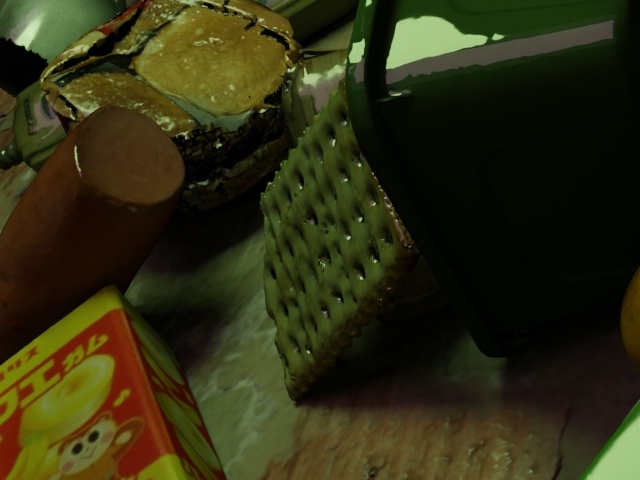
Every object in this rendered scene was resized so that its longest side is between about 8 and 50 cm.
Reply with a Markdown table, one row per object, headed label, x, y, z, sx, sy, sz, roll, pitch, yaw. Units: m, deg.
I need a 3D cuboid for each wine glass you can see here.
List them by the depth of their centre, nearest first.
| label | x | y | z | sx | sy | sz | roll | pitch | yaw |
| --- | --- | --- | --- | --- | --- | --- | --- | --- | --- |
| wine glass | -0.237 | -0.244 | 1.758 | 0.126 | 0.126 | 0.241 | -4 | 43 | 45 |

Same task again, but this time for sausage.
| label | x | y | z | sx | sy | sz | roll | pitch | yaw |
| --- | --- | --- | --- | --- | --- | --- | --- | --- | --- |
| sausage | -0.194 | 0.016 | 1.324 | 0.259 | 0.113 | 0.113 | -53 | 17 | 40 |

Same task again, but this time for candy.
| label | x | y | z | sx | sy | sz | roll | pitch | yaw |
| --- | --- | --- | --- | --- | --- | --- | --- | --- | --- |
| candy | -0.149 | 0.154 | 1.173 | 0.146 | 0.088 | 0.276 | -39 | 31 | 2 |

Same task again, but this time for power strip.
| label | x | y | z | sx | sy | sz | roll | pitch | yaw |
| --- | --- | --- | --- | --- | --- | --- | --- | --- | --- |
| power strip | -0.143 | -0.162 | 1.582 | 0.387 | 0.066 | 0.092 | -29 | 58 | 18 |

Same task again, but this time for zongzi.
| label | x | y | z | sx | sy | sz | roll | pitch | yaw |
| --- | --- | --- | --- | --- | --- | --- | --- | --- | --- |
| zongzi | 0.041 | -0.021 | 1.219 | 0.099 | 0.197 | 0.194 | -17 | 68 | 0 |

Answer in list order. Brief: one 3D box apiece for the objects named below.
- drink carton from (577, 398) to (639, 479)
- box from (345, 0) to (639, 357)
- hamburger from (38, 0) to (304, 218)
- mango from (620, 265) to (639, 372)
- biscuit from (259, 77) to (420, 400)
| label | x | y | z | sx | sy | sz | roll | pitch | yaw |
| --- | --- | --- | --- | --- | --- | --- | --- | --- | --- |
| drink carton | 0.167 | 0.172 | 0.740 | 0.271 | 0.161 | 0.108 | -48 | 31 | -19 |
| box | 0.148 | -0.125 | 1.060 | 0.177 | 0.253 | 0.329 | -12 | 45 | 25 |
| hamburger | -0.111 | -0.112 | 1.420 | 0.231 | 0.107 | 0.231 | -6 | 36 | 4 |
| mango | 0.259 | 0.023 | 0.879 | 0.219 | 0.112 | 0.145 | -23 | 29 | 21 |
| biscuit | 0.001 | 0.000 | 1.117 | 0.203 | 0.016 | 0.144 | -51 | 52 | 55 |
